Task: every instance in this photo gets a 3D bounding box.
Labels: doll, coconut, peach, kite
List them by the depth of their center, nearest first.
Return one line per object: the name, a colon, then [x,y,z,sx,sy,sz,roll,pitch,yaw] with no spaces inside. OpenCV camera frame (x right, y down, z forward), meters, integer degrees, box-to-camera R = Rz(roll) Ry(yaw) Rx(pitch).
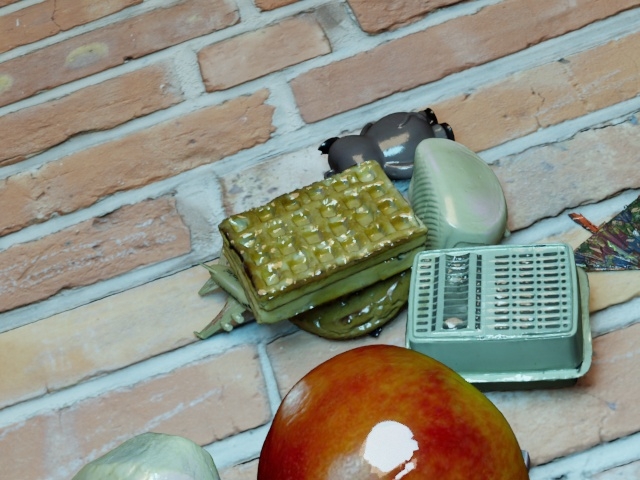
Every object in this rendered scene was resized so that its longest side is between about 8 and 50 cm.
peach: [0.083,0.338,1.364,0.388,0.388,0.388,-9,48,10]
coconut: [-0.260,0.412,1.497,0.259,0.259,0.259,-9,48,10]
kite: [0.497,-0.003,1.768,0.232,0.009,0.189,-35,47,-15]
doll: [0.120,-0.165,1.961,0.257,0.117,0.182,-32,46,-11]

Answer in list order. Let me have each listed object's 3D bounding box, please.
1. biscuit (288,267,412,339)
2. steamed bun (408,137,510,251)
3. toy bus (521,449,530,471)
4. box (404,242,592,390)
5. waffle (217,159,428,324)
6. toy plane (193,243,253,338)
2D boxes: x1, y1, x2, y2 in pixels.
biscuit: [0.041,0.041,1.810,0.295,0.075,0.296,-13,52,18]
steamed bun: [0.246,-0.062,1.804,0.152,0.170,0.239,-2,49,-11]
toy bus: [0.244,0.330,1.536,0.130,0.037,0.052,1,55,17]
box: [0.274,0.124,1.619,0.290,0.166,0.221,-4,49,15]
waffle: [0.000,0.001,1.721,0.307,0.091,0.213,-22,46,-12]
toy plane: [-0.136,0.085,1.810,0.244,0.092,0.229,29,92,49]
